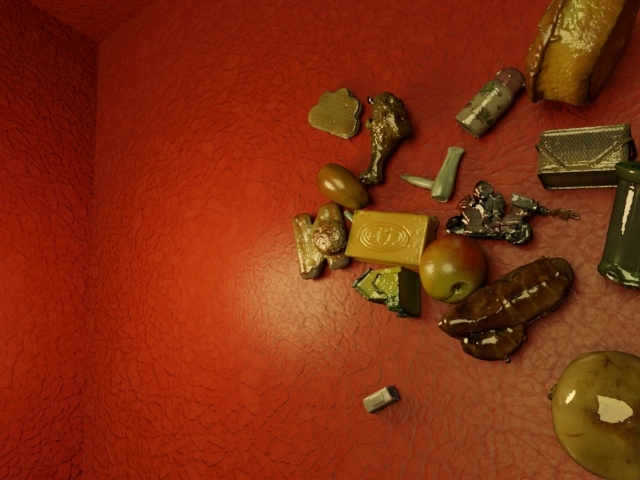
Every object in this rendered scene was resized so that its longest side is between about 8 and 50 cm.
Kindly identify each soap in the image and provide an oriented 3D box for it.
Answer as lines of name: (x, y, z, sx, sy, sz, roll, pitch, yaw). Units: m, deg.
soap: (0.257, -0.009, 1.830, 0.325, 0.096, 0.204, 6, 81, 35)

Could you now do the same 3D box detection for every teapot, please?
teapot: (0.888, -0.036, 1.325, 0.200, 0.271, 0.336, 31, 125, 55)

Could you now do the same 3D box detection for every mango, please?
mango: (0.082, -0.215, 1.949, 0.254, 0.176, 0.139, 38, 100, 42)

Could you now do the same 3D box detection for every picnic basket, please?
picnic basket: (0.798, -0.246, 1.490, 0.267, 0.165, 0.139, 2, 77, 33)

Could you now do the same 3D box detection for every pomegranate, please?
pomegranate: (0.754, 0.443, 1.264, 0.333, 0.333, 0.332, -10, 72, 32)

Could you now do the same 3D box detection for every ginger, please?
ginger: (0.586, 0.219, 1.499, 0.418, 0.254, 0.176, -36, 23, 8)

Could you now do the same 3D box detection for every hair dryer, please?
hair dryer: (0.400, -0.251, 1.835, 0.237, 0.075, 0.206, 9, 75, 43)

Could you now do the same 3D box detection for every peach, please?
peach: (0.429, 0.091, 1.606, 0.231, 0.231, 0.230, -10, 72, 32)

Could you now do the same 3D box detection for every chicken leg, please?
chicken leg: (0.262, -0.397, 1.918, 0.212, 0.140, 0.360, 0, 87, 55)

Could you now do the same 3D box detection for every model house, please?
model house: (0.223, 0.187, 1.740, 0.212, 0.194, 0.170, -5, 76, 32)

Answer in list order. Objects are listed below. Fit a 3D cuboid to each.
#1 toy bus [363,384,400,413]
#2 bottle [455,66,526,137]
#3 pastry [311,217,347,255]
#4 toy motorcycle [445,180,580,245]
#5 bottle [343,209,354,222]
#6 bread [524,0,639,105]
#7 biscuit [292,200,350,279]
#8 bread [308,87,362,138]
toy bus: (0.206, 0.557, 1.722, 0.123, 0.075, 0.060, -36, 60, 21)
bottle: (0.598, -0.487, 1.720, 0.253, 0.120, 0.120, -49, 56, 12)
pastry: (0.036, -0.013, 1.916, 0.154, 0.081, 0.153, -10, 71, 30)
toy motorcycle: (0.608, -0.087, 1.598, 0.401, 0.134, 0.206, 7, 88, 36)
bottle: (0.127, -0.089, 1.980, 0.030, 0.030, 0.083, -53, 54, 11)
bread: (0.775, -0.589, 1.485, 0.215, 0.398, 0.397, 29, 94, 30)
biscuit: (0.000, 0.000, 2.022, 0.237, 0.062, 0.290, -23, 67, 26)
bread: (0.079, -0.555, 2.124, 0.287, 0.056, 0.207, 34, 100, 35)
